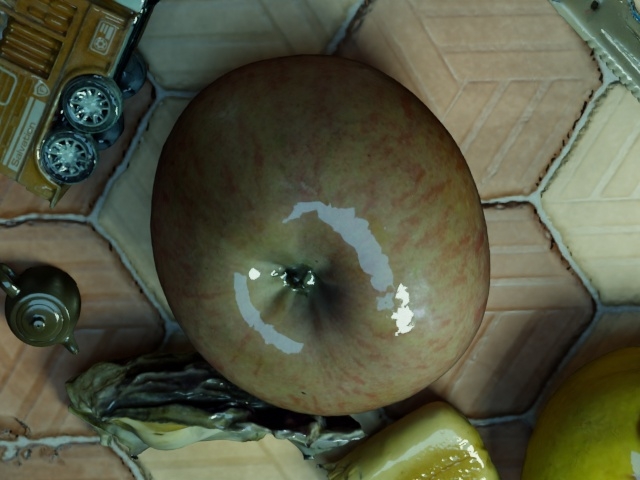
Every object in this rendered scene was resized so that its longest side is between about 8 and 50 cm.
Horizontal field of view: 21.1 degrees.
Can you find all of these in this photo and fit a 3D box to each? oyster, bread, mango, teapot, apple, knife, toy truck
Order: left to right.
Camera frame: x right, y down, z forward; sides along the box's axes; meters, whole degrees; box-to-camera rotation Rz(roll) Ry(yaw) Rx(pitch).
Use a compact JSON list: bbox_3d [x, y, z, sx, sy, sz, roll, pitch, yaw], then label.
[{"bbox_3d":[-0.284,0.066,1.719,0.076,0.068,0.121,-39,109,11],"label":"teapot"},{"bbox_3d":[-0.231,-0.200,1.584,0.162,0.136,0.305,25,111,-3],"label":"toy truck"},{"bbox_3d":[-0.097,0.170,1.726,0.271,0.275,0.100,22,65,-26],"label":"oyster"},{"bbox_3d":[0.000,0.000,1.591,0.345,0.269,0.344,-1,103,-6],"label":"apple"},{"bbox_3d":[0.099,0.248,1.807,0.173,0.085,0.134,-32,107,10],"label":"bread"},{"bbox_3d":[0.350,-0.145,1.695,0.365,0.043,0.089,43,70,-15],"label":"knife"},{"bbox_3d":[0.375,0.308,1.781,0.301,0.220,0.445,-22,115,2],"label":"mango"}]
